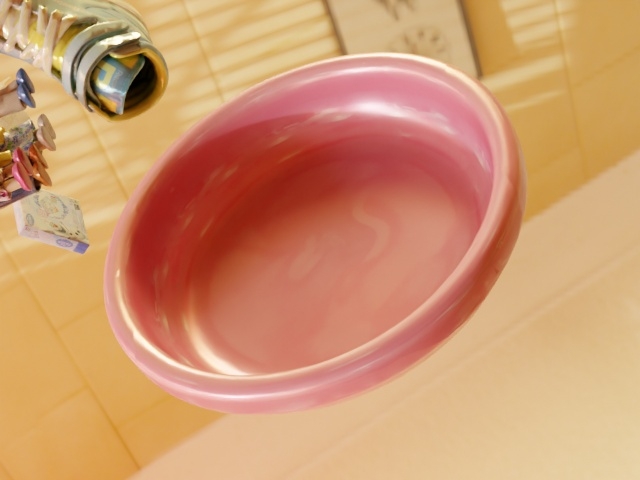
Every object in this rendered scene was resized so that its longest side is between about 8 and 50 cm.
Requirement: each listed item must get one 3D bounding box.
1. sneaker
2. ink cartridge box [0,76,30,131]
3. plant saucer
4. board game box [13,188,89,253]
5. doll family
[{"bbox_3d":[-0.312,-0.237,1.563,0.319,0.127,0.208,11,-155,-35],"label":"sneaker"},{"bbox_3d":[-0.452,-0.140,1.786,0.104,0.062,0.181,-30,-159,18],"label":"ink cartridge box"},{"bbox_3d":[0.000,0.000,1.021,0.332,0.084,0.332,-16,-136,16],"label":"plant saucer"},{"bbox_3d":[-0.337,-0.029,1.685,0.020,0.090,0.090,-52,-142,25],"label":"board game box"},{"bbox_3d":[-0.390,-0.070,1.558,0.163,0.118,0.263,-23,-142,8],"label":"doll family"}]
